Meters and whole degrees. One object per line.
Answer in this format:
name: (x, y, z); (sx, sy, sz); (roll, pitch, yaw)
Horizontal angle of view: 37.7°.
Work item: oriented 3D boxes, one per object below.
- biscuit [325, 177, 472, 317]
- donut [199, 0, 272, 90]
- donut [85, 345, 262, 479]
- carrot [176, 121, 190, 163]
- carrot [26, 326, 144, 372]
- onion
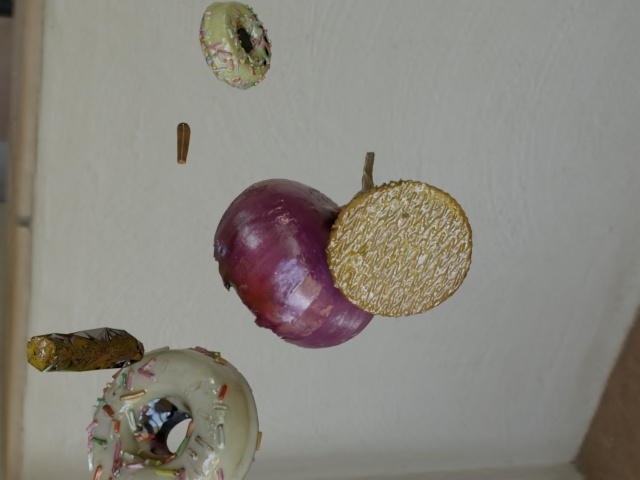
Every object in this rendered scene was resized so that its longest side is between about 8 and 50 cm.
biscuit: (0.134, 0.017, 1.581); (0.035, 0.254, 0.253); (-95, 13, -69)
donut: (-0.151, -0.366, 1.735); (0.068, 0.175, 0.174); (-17, 68, 31)
donut: (-0.311, 0.387, 1.914); (0.142, 0.383, 0.382); (50, -155, -58)
carrot: (-0.299, -0.213, 2.042); (0.032, 0.032, 0.093); (140, 133, -64)
carrot: (-0.347, 0.166, 1.410); (0.229, 0.069, 0.068); (10, -101, -65)
onion: (-0.023, 0.033, 1.807); (0.345, 0.358, 0.358); (-31, 57, 42)
